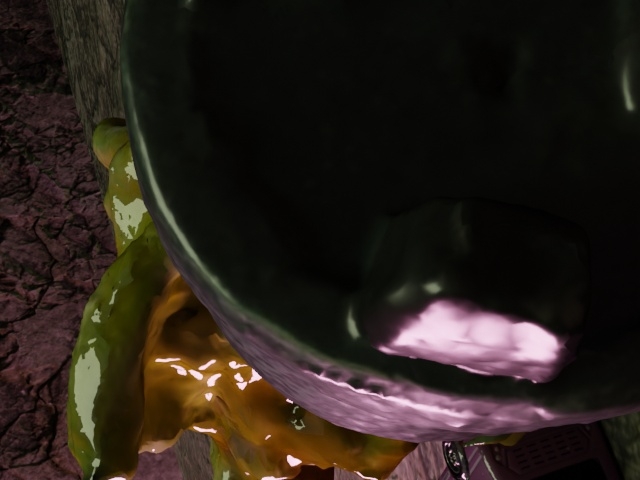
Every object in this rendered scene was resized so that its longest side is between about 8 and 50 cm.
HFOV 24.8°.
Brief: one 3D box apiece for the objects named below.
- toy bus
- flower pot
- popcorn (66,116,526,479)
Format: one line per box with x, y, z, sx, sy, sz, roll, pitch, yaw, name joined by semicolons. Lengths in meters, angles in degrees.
0.119;0.172;0.906;0.178;0.087;0.098;107;142;-58;toy bus
0.059;-0.069;0.594;0.283;0.299;0.299;105;151;-76;flower pot
-0.023;0.020;0.865;0.290;0.326;0.321;62;157;7;popcorn
